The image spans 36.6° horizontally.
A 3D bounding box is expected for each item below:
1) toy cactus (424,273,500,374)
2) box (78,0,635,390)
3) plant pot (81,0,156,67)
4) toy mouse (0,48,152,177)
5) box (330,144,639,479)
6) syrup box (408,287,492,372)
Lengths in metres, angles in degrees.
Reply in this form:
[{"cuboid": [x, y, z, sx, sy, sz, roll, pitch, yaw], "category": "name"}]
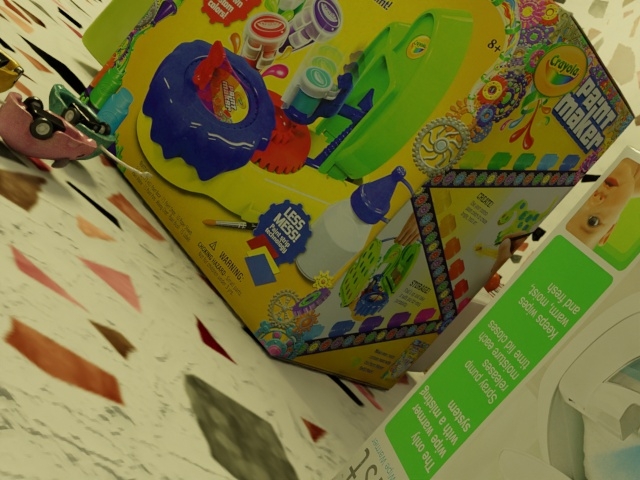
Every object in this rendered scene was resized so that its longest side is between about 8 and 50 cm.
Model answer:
[{"cuboid": [0.162, 0.115, 0.946, 0.180, 0.112, 0.219, 51, 1, 2], "category": "toy cactus"}, {"cuboid": [0.017, -0.095, 0.728, 0.290, 0.279, 0.177, 46, 10, 33], "category": "box"}, {"cuboid": [-0.063, -0.178, 0.994, 0.207, 0.228, 0.227, 52, 10, 23], "category": "plant pot"}, {"cuboid": [-0.174, -0.074, 0.621, 0.143, 0.031, 0.161, 38, 10, -17], "category": "toy mouse"}, {"cuboid": [0.148, 0.120, 0.388, 0.127, 0.231, 0.262, 37, 10, -25], "category": "box"}, {"cuboid": [0.042, -0.007, 0.853, 0.096, 0.093, 0.237, 18, 34, -53], "category": "syrup box"}]
